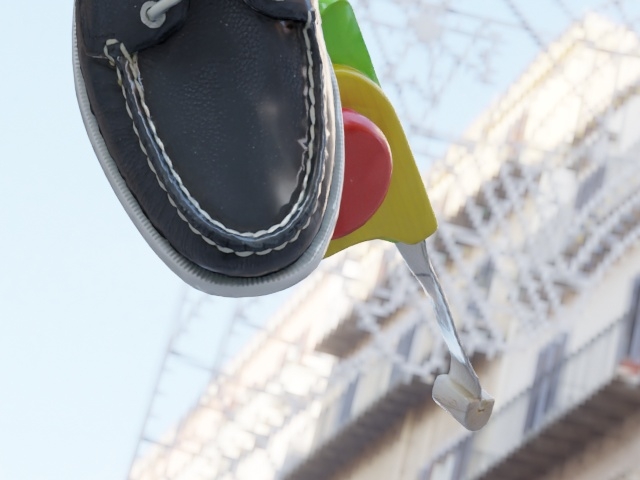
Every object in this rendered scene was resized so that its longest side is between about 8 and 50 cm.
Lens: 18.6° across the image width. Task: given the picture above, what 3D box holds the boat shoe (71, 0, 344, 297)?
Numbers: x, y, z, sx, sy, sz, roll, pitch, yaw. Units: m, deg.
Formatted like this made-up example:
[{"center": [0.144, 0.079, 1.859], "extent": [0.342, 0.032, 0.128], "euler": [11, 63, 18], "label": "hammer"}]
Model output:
[{"center": [-0.056, -0.127, 0.813], "extent": [0.114, 0.302, 0.091], "euler": [-13, -18, -11], "label": "boat shoe"}]

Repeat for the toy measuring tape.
[{"center": [0.000, 0.000, 1.041], "extent": [0.121, 0.121, 0.330], "euler": [-1, -49, 27], "label": "toy measuring tape"}]
